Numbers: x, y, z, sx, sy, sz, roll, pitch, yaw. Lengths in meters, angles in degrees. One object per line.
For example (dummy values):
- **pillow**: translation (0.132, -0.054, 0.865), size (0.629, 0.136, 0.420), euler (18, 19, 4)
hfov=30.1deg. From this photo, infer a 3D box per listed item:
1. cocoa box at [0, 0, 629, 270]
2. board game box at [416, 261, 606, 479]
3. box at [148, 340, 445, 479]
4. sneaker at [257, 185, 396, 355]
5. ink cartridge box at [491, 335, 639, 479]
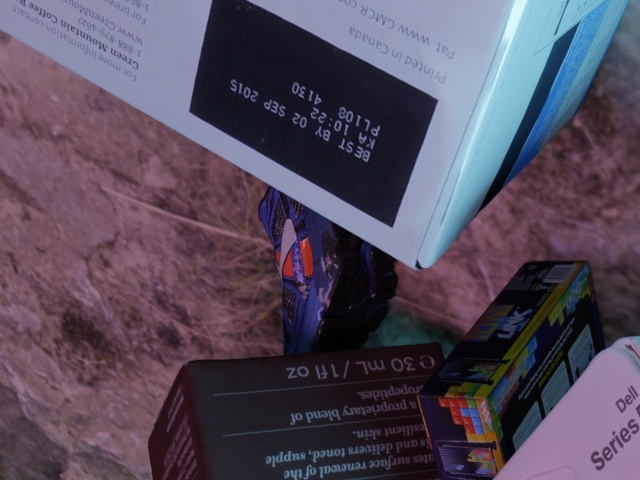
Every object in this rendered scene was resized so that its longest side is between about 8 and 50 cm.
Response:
- **cocoa box**: translation (-0.011, -0.196, 0.614), size (0.347, 0.228, 0.231), euler (31, 128, 17)
- **board game box**: translation (0.129, 0.111, 0.732), size (0.048, 0.170, 0.141), euler (-1, 114, 33)
- **box**: translation (0.020, 0.261, 0.742), size (0.143, 0.191, 0.381), euler (120, 141, -53)
- **sneaker**: translation (0.000, 0.000, 0.830), size (0.087, 0.083, 0.221), euler (31, 128, 37)
- **ink cartridge box**: translation (0.227, 0.140, 0.606), size (0.114, 0.273, 0.198), euler (64, 142, 35)
